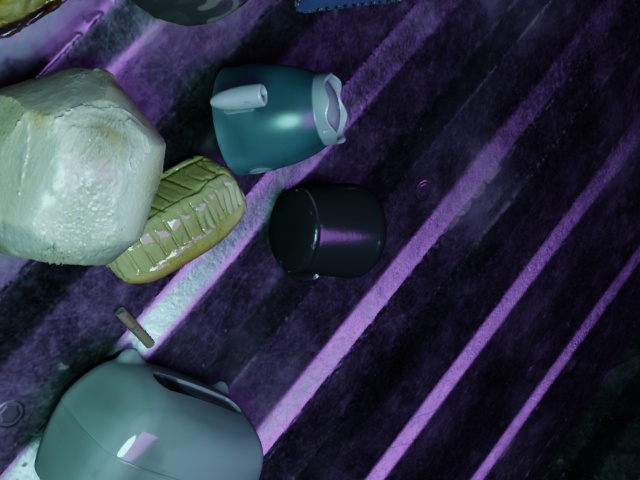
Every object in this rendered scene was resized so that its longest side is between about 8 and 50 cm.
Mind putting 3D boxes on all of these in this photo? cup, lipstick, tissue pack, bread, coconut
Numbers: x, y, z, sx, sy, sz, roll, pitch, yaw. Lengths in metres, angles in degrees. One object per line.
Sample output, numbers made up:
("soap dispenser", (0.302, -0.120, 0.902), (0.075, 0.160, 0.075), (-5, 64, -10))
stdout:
("cup", (-0.055, -0.191, 1.238), (0.300, 0.173, 0.167), (7, 77, -73))
("cup", (0.000, 0.000, 1.441), (0.177, 0.169, 0.223), (-1, 140, -38))
("lipstick", (-0.299, 0.142, 1.321), (0.019, 0.019, 0.094), (-46, 133, -16))
("tissue pack", (-0.253, 0.327, 1.298), (0.333, 0.229, 0.235), (32, 88, -45))
("bread", (-0.225, -0.029, 1.224), (0.236, 0.140, 0.106), (-34, 131, -20))
("coconut", (-0.324, -0.101, 1.039), (0.245, 0.245, 0.247), (4, 102, -43))

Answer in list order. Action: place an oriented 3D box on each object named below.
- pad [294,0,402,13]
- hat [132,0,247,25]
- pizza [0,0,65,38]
("pad", (0.062, -0.521, 1.347), (0.269, 0.012, 0.269), (-16, 119, -36))
("hat", (-0.183, -0.465, 1.029), (0.382, 0.257, 0.366), (43, 81, -25))
("pizza", (-0.507, -0.302, 0.840), (0.392, 0.080, 0.435), (-48, 139, -7))
